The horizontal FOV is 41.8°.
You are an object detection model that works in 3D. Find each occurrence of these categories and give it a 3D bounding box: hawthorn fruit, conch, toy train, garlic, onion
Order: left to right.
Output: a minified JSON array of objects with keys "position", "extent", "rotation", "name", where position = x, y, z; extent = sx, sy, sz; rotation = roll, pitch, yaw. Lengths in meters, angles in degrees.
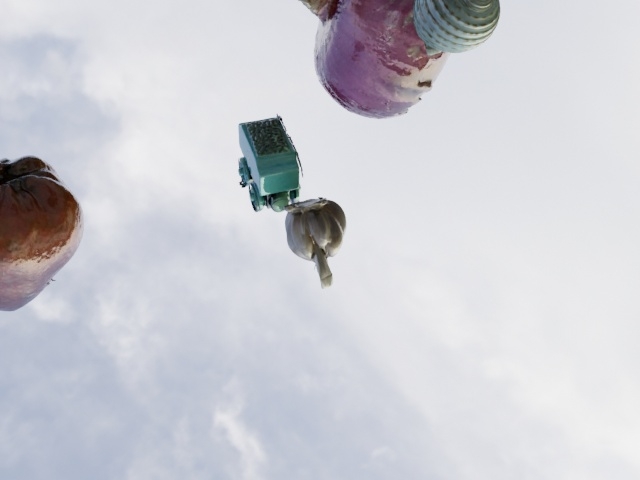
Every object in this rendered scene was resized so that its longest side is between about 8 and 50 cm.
[{"position":[-0.474,0.000,1.236],"extent":[0.224,0.260,0.224],"rotation":[17,-147,-11],"name":"hawthorn fruit"},{"position":[-0.111,-0.162,1.784],"extent":[0.112,0.163,0.203],"rotation":[-15,-132,-15],"name":"toy train"},{"position":[0.000,0.000,1.726],"extent":[0.127,0.131,0.194],"rotation":[-80,-30,-81],"name":"garlic"},{"position":[0.097,-0.407,1.529],"extent":[0.345,0.358,0.358],"rotation":[17,-131,13],"name":"onion"},{"position":[0.194,-0.346,1.264],"extent":[0.102,0.153,0.135],"rotation":[-3,-104,-50],"name":"conch"}]
